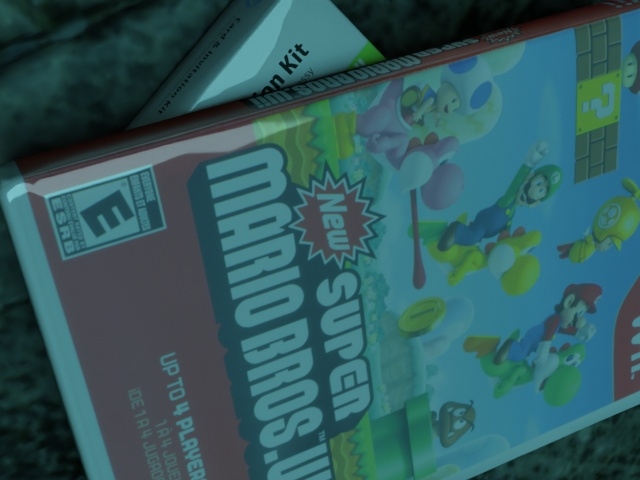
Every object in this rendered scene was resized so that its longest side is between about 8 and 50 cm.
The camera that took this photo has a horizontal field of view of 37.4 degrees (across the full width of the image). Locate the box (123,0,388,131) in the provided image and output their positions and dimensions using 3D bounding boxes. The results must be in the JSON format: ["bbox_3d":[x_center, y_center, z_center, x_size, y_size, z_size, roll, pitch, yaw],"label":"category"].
[{"bbox_3d":[0.000,0.000,0.402,0.145,0.038,0.186,-50,124,1],"label":"box"}]

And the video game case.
[{"bbox_3d":[0.035,0.025,0.393,0.285,0.025,0.204,-18,120,-19],"label":"video game case"}]
